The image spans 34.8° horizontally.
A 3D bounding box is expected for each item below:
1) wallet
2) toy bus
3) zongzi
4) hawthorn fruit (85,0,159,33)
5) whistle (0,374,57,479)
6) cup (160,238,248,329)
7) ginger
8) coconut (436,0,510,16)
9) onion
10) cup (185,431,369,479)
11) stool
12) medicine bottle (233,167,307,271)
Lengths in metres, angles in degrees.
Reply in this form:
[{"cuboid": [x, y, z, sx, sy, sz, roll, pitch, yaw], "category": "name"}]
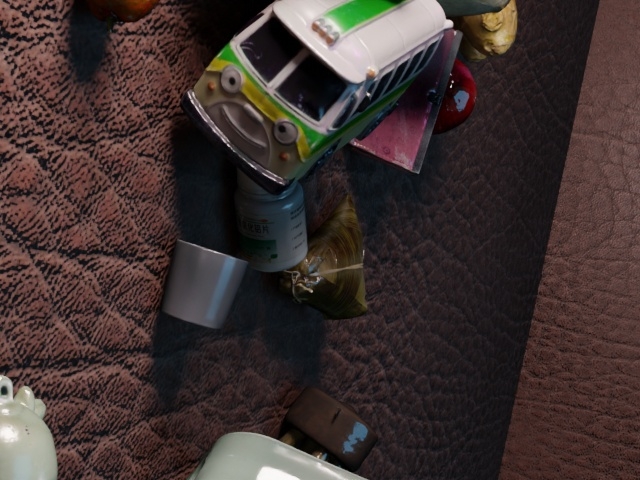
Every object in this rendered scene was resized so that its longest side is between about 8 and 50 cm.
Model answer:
[{"cuboid": [0.119, -0.218, 1.462, 0.025, 0.119, 0.232, 148, -38, -71], "category": "wallet"}, {"cuboid": [0.011, -0.185, 1.071, 0.179, 0.143, 0.305, -47, 176, 35], "category": "toy bus"}, {"cuboid": [0.000, 0.000, 1.334, 0.187, 0.084, 0.184, 32, 58, -62], "category": "zongzi"}, {"cuboid": [-0.163, -0.217, 0.841, 0.077, 0.077, 0.077, 12, 90, -67], "category": "hawthorn fruit"}, {"cuboid": [-0.255, 0.229, 0.800, 0.101, 0.106, 0.253, -3, 98, -35], "category": "whistle"}, {"cuboid": [-0.124, 0.046, 1.066, 0.100, 0.078, 0.077, -169, -83, -82], "category": "cup"}, {"cuboid": [0.252, -0.459, 1.606, 0.363, 0.122, 0.348, -35, 124, -74], "category": "ginger"}, {"cuboid": [0.149, -0.377, 1.261, 0.234, 0.224, 0.224, 60, 30, -1], "category": "coconut"}, {"cuboid": [0.170, -0.223, 1.548, 0.131, 0.131, 0.131, 12, 90, -67], "category": "onion"}, {"cuboid": [0.001, 0.408, 1.141, 0.401, 0.392, 0.310, 44, 55, -58], "category": "cup"}, {"cuboid": [0.007, 0.277, 1.433, 0.121, 0.125, 0.217, -55, 172, -10], "category": "stool"}, {"cuboid": [-0.058, -0.037, 1.159, 0.080, 0.080, 0.130, -51, 145, -48], "category": "medicine bottle"}]
